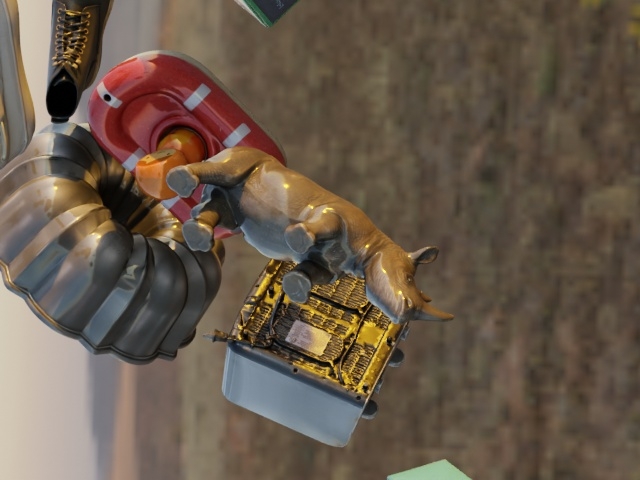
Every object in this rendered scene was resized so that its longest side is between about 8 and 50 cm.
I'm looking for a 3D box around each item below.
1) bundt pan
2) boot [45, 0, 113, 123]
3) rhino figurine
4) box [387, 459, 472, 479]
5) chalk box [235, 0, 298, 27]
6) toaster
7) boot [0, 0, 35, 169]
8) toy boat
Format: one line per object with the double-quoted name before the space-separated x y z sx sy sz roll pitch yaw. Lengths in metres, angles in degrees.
"bundt pan" -0.247 -0.016 2.358 0.124 0.331 0.331 -46 28 27
"boot" -0.282 -0.243 2.259 0.137 0.077 0.198 -84 -5 -62
"rhino figurine" 0.000 0.000 1.540 0.106 0.243 0.073 -40 -24 -60
"box" 0.131 0.271 1.675 0.244 0.060 0.100 -150 46 -71
"chalk box" -0.067 -0.363 2.087 0.180 0.179 0.289 48 178 -31
"toaster" -0.008 0.103 2.035 0.110 0.186 0.168 103 -168 -50
"boot" -0.352 -0.178 1.915 0.123 0.095 0.258 -56 -42 -56
"toy boat" -0.157 -0.093 2.132 0.151 0.231 0.151 -43 5 29
